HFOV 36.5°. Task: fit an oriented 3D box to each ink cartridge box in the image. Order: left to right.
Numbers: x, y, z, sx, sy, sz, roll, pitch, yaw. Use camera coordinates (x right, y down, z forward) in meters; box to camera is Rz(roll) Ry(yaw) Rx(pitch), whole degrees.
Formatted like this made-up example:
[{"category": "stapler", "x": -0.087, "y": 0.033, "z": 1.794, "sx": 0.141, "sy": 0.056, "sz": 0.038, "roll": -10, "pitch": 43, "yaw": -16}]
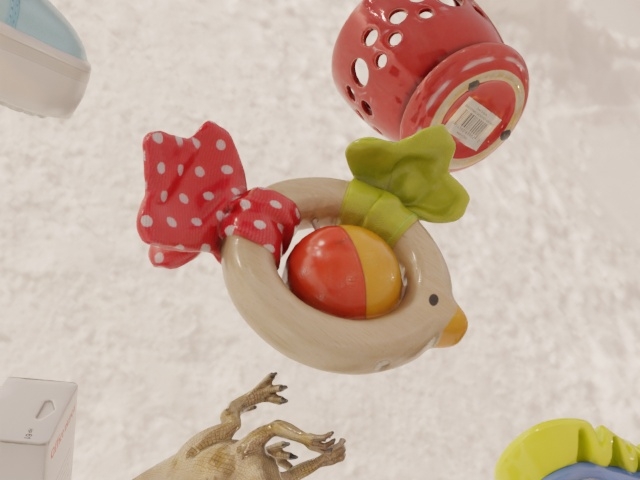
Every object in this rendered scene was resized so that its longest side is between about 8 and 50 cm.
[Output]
[{"category": "ink cartridge box", "x": -0.196, "y": 0.163, "z": 0.636, "sx": 0.052, "sy": 0.122, "sz": 0.088, "roll": 8, "pitch": 17, "yaw": -4}]

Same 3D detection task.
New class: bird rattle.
[{"category": "bird rattle", "x": 0.000, "y": 0.000, "z": 0.683, "sx": 0.253, "sy": 0.143, "sz": 0.207, "roll": 1, "pitch": 45, "yaw": -32}]

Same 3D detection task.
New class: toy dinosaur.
[{"category": "toy dinosaur", "x": -0.051, "y": 0.105, "z": 0.453, "sx": 0.092, "sy": 0.183, "sz": 0.053, "roll": -25, "pitch": 96, "yaw": -41}]

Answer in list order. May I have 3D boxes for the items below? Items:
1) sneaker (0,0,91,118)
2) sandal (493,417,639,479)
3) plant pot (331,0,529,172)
[{"category": "sneaker", "x": -0.217, "y": -0.195, "z": 0.417, "sx": 0.366, "sy": 0.150, "sz": 0.135, "roll": 39, "pitch": -1, "yaw": -42}, {"category": "sandal", "x": 0.298, "y": 0.241, "z": 0.820, "sx": 0.317, "sy": 0.126, "sz": 0.138, "roll": 6, "pitch": 43, "yaw": -22}, {"category": "plant pot", "x": 0.134, "y": -0.188, "z": 1.118, "sx": 0.191, "sy": 0.191, "sz": 0.174, "roll": 13, "pitch": 29, "yaw": -45}]
